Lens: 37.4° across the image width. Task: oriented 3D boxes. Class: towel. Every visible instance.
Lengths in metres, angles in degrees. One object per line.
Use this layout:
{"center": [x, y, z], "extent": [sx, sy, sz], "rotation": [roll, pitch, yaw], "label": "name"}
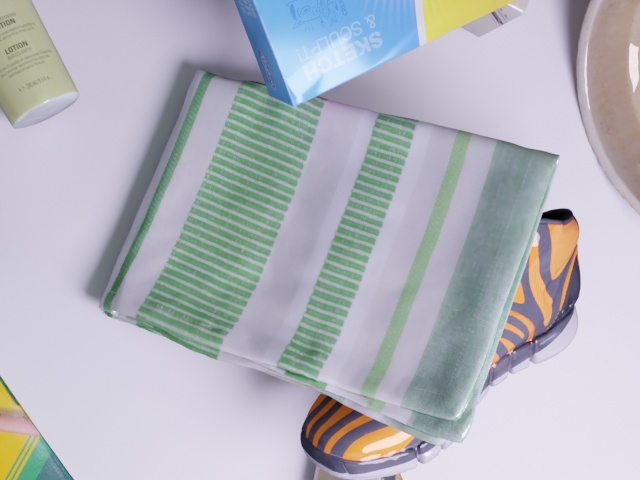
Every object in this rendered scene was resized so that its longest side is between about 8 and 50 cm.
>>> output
{"center": [0.000, 0.000, 0.772], "extent": [0.324, 0.038, 0.248], "rotation": [17, 78, 18], "label": "towel"}

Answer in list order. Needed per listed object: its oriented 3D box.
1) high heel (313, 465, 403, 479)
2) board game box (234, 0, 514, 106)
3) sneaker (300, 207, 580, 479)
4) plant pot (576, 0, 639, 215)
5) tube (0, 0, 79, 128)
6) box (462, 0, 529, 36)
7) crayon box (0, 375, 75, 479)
{"center": [0.084, 0.275, 0.875], "extent": [0.186, 0.093, 0.261], "rotation": [10, 64, -47], "label": "high heel"}
{"center": [0.064, -0.283, 0.756], "extent": [0.316, 0.064, 0.242], "rotation": [-28, 116, -11], "label": "board game box"}
{"center": [0.105, 0.058, 0.812], "extent": [0.321, 0.124, 0.180], "rotation": [-32, 133, -32], "label": "sneaker"}
{"center": [0.480, -0.180, 0.920], "extent": [0.305, 0.333, 0.334], "rotation": [-23, 95, -31], "label": "plant pot"}
{"center": [-0.281, -0.208, 0.764], "extent": [0.240, 0.062, 0.070], "rotation": [62, 31, -2], "label": "tube"}
{"center": [0.071, -0.302, 0.872], "extent": [0.275, 0.094, 0.113], "rotation": [21, 81, -16], "label": "box"}
{"center": [-0.323, 0.137, 0.714], "extent": [0.165, 0.081, 0.278], "rotation": [-35, 99, -18], "label": "crayon box"}
